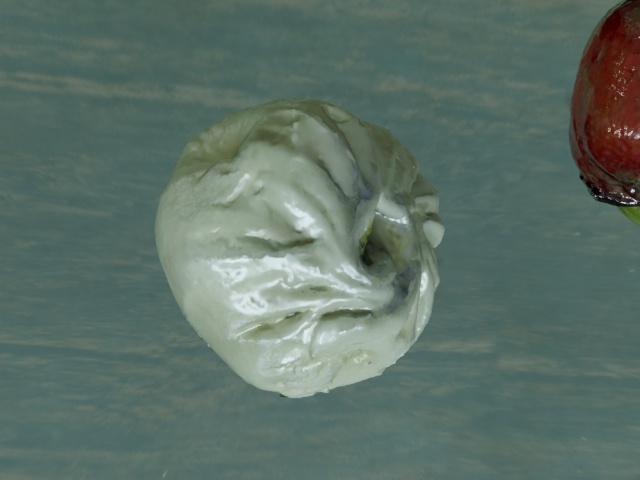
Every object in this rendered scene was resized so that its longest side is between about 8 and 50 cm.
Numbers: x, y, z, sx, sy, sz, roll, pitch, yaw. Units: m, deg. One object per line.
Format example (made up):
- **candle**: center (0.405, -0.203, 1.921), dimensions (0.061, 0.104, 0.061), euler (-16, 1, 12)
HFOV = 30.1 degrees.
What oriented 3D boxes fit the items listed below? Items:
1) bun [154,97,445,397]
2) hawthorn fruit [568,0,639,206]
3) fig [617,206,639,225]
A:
- **bun**: center (0.000, 0.000, 1.318), dimensions (0.359, 0.211, 0.360), euler (17, 66, -42)
- **hawthorn fruit**: center (0.346, -0.155, 1.196), dimensions (0.189, 0.189, 0.251), euler (8, 93, -3)
- **fig**: center (0.450, -0.046, 1.486), dimensions (0.151, 0.151, 0.259), euler (-30, 86, -4)
